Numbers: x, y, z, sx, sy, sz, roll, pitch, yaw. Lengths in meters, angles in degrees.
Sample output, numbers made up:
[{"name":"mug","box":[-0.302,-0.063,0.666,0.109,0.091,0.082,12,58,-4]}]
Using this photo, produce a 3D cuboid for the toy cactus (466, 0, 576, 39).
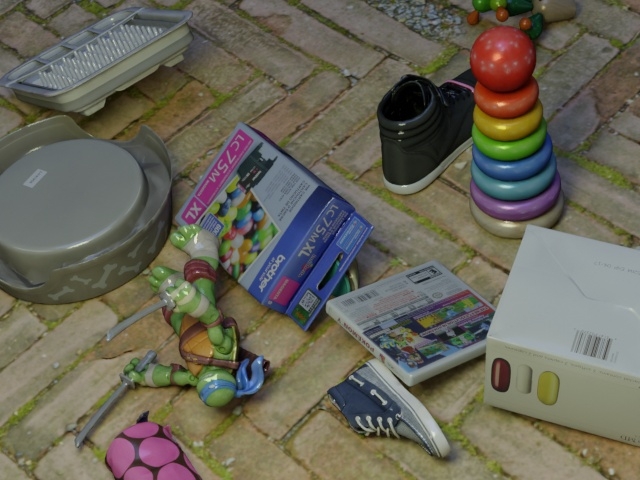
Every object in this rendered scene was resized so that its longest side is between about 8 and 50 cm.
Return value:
[{"name":"toy cactus","box":[0.339,-0.382,2.324,0.180,0.112,0.219,0,41,-15]}]

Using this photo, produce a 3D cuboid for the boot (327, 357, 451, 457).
[{"name":"boot","box":[0.088,0.234,1.795,0.086,0.069,0.190,-33,41,-10]}]

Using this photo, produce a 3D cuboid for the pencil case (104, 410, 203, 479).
[{"name":"pencil case","box":[-0.188,0.318,1.750,0.098,0.095,0.209,-14,44,-31]}]

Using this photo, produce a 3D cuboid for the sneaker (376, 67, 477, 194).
[{"name":"sneaker","box":[0.188,-0.214,2.142,0.104,0.147,0.296,21,52,30]}]

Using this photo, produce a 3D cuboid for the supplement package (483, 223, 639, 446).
[{"name":"supplement package","box":[0.360,0.125,1.764,0.261,0.145,0.204,14,51,16]}]

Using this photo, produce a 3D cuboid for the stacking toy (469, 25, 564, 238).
[{"name":"stacking toy","box":[0.269,-0.159,1.942,0.141,0.330,0.141,-6,46,6]}]

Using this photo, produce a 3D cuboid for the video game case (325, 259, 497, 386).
[{"name":"video game case","box":[0.140,0.109,1.888,0.201,0.023,0.183,-19,43,-33]}]

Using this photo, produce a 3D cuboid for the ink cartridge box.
[{"name":"ink cartridge box","box":[-0.072,-0.026,1.997,0.311,0.065,0.186,40,99,41]}]

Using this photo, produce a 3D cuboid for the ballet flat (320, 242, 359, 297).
[{"name":"ballet flat","box":[0.000,0.000,2.026,0.086,0.086,0.248,-33,49,-19]}]

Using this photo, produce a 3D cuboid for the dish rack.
[{"name":"dish rack","box":[-0.368,-0.295,2.320,0.285,0.072,0.333,-33,24,-21]}]

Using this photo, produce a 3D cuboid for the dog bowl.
[{"name":"dog bowl","box":[-0.387,-0.047,2.130,0.348,0.102,0.349,-6,45,6]}]

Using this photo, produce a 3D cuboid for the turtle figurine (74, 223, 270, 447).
[{"name":"turtle figurine","box":[-0.215,0.107,1.882,0.274,0.198,0.266,-9,42,-2]}]
